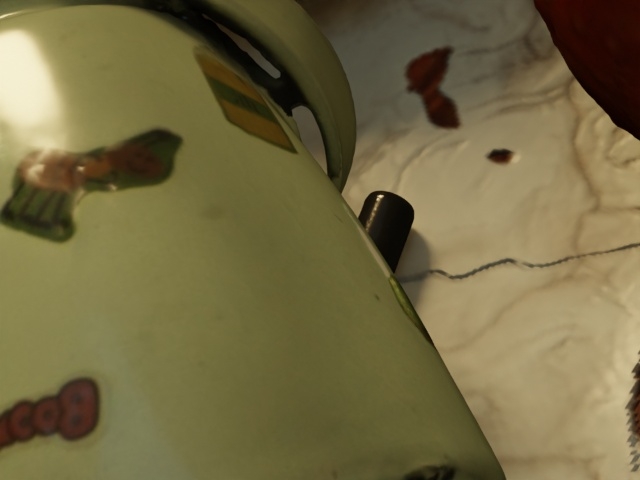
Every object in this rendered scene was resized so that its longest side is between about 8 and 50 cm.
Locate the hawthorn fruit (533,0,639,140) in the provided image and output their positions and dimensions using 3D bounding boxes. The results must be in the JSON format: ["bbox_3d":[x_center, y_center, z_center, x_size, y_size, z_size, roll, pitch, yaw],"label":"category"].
[{"bbox_3d":[0.200,-0.139,0.488,0.275,0.275,0.300,-7,68,16],"label":"hawthorn fruit"}]

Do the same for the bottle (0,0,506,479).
[{"bbox_3d":[-0.088,0.003,0.518,0.229,0.229,0.352,-29,60,1],"label":"bottle"}]

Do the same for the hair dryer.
[{"bbox_3d":[0.000,0.000,0.615,0.083,0.026,0.047,6,60,31],"label":"hair dryer"}]
